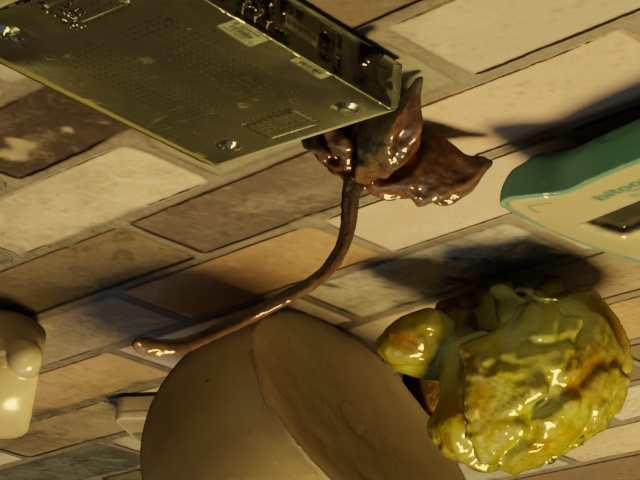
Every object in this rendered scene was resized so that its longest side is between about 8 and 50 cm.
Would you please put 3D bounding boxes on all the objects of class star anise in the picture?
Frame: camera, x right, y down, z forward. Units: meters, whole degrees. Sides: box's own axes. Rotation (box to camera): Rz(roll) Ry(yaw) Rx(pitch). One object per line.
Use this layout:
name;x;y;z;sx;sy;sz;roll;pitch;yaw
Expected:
star anise;0.000;0.000;1.348;0.218;0.227;0.148;16;163;-1

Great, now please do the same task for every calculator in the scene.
calculator;0.340;-0.028;1.424;0.386;0.054;0.256;18;153;-34

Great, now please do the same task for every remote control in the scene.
remote control;-0.146;0.226;2.118;0.103;0.034;0.250;-3;157;14

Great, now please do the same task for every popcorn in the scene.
popcorn;0.159;0.108;1.620;0.212;0.198;0.198;27;160;11

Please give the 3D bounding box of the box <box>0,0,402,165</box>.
box;-0.096;-0.129;1.254;0.211;0.045;0.270;-14;152;38

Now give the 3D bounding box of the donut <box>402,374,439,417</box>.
donut;0.165;0.165;1.886;0.166;0.073;0.184;23;149;-33

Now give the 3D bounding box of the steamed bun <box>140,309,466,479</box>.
steamed bun;-0.025;0.229;1.728;0.324;0.324;0.206;24;117;-40

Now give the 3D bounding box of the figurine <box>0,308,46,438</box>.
figurine;-0.387;0.116;1.790;0.235;0.127;0.155;12;166;-7
